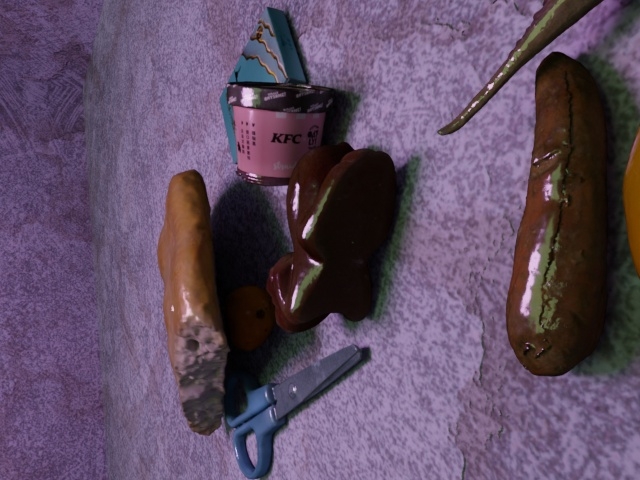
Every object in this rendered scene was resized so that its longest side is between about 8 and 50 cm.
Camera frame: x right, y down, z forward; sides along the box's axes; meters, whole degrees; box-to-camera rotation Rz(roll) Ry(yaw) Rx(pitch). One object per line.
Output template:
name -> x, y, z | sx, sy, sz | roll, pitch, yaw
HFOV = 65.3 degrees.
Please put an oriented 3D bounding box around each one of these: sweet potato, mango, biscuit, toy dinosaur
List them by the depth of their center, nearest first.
toy dinosaur -> 0.205, -0.204, 0.381 | 0.199, 0.072, 0.252 | 14, 96, 59
sweet potato -> 0.195, -0.023, 0.405 | 0.075, 0.075, 0.274 | 3, 89, 56
mango -> -0.121, 0.136, 0.856 | 0.159, 0.084, 0.105 | 120, 141, -68
biscuit -> -0.240, 0.092, 0.918 | 0.429, 0.103, 0.447 | 108, 152, -58

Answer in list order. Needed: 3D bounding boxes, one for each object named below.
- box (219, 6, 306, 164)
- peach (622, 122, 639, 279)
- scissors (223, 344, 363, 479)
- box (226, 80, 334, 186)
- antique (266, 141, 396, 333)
box -> -0.111, -0.264, 0.886 | 0.229, 0.041, 0.162 | -44, 54, 46
peach -> 0.275, -0.038, 0.227 | 0.251, 0.153, 0.251 | -30, 50, 43
scissors -> -0.058, 0.253, 0.802 | 0.447, 0.029, 0.193 | -46, 53, 46
box -> -0.061, -0.156, 0.722 | 0.151, 0.151, 0.135 | 33, 124, 51
antique -> 0.000, 0.000, 0.647 | 0.143, 0.121, 0.257 | 30, 112, 55
